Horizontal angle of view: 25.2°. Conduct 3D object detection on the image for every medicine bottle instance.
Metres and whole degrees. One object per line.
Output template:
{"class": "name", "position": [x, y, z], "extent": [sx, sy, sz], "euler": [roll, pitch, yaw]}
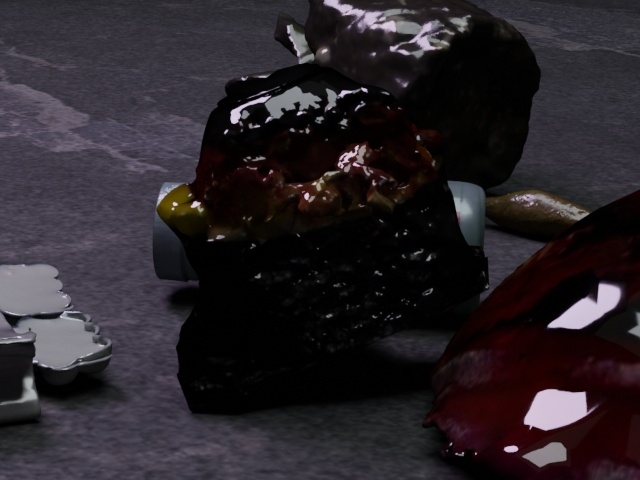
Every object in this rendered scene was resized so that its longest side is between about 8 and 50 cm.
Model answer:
{"class": "medicine bottle", "position": [0.000, 0.000, 0.961], "extent": [0.216, 0.090, 0.090], "euler": [4, 16, 6]}

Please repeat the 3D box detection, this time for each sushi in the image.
{"class": "sushi", "position": [-0.007, -0.020, 0.827], "extent": [0.172, 0.150, 0.153], "euler": [-17, 13, 10]}

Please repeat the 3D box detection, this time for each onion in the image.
{"class": "onion", "position": [0.211, 0.049, 0.737], "extent": [0.314, 0.146, 0.280], "euler": [13, 20, 22]}

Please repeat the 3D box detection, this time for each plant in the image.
{"class": "plant", "position": [0.053, -0.146, 1.292], "extent": [0.199, 0.188, 0.276], "euler": [-8, 20, -35]}

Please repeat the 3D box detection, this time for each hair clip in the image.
{"class": "hair clip", "position": [-0.203, 0.048, 0.843], "extent": [0.140, 0.054, 0.220], "euler": [-9, 17, -21]}

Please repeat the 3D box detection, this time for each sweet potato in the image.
{"class": "sweet potato", "position": [0.195, -0.017, 1.147], "extent": [0.153, 0.038, 0.041], "euler": [11, 41, 20]}
